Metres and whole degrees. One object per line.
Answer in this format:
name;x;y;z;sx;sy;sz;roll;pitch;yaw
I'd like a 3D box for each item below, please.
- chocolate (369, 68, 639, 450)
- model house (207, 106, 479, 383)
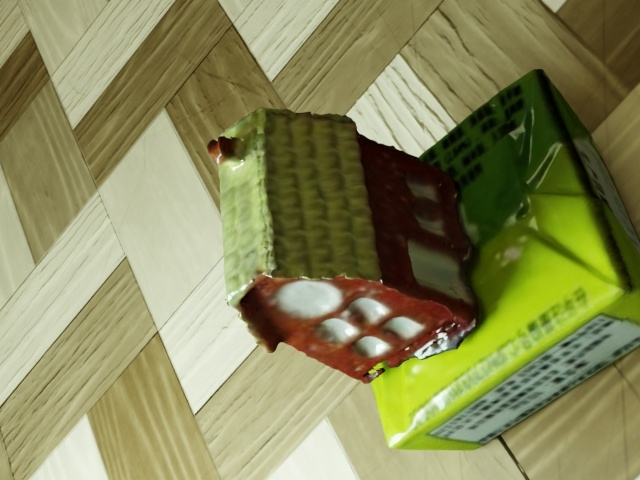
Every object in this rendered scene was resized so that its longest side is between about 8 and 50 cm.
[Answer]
chocolate;0.178;0.033;1.361;0.301;0.137;0.288;-39;45;28
model house;0.000;0.000;1.271;0.160;0.254;0.196;-35;46;37
